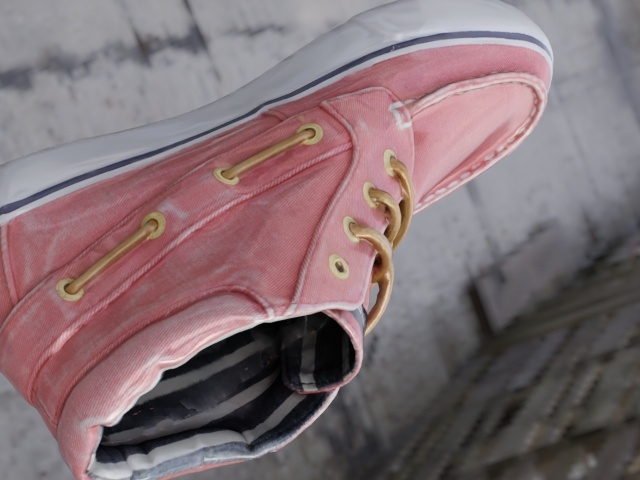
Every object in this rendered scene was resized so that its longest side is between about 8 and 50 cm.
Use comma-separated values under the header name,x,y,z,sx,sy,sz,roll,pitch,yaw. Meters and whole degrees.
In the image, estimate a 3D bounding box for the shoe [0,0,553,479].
name,x,y,z,sx,sy,sz,roll,pitch,yaw
shoe,0.000,0.000,0.470,0.081,0.178,0.063,50,-29,35
